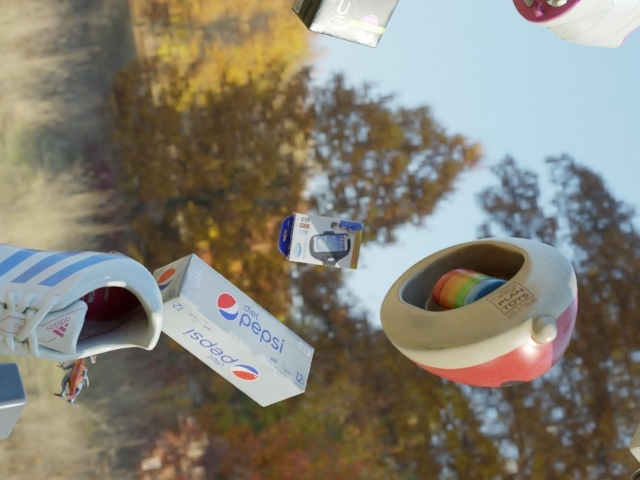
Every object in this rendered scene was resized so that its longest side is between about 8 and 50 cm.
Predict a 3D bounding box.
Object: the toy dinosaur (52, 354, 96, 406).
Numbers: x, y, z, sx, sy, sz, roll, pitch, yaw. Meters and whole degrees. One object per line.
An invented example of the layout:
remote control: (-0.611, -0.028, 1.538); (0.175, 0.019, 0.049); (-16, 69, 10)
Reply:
toy dinosaur: (-0.323, 0.181, 1.818); (0.090, 0.047, 0.082); (-6, -125, 59)

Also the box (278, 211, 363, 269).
box: (0.000, 0.000, 2.247); (0.028, 0.136, 0.081); (-165, -97, -73)

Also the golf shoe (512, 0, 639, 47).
golf shoe: (0.309, -0.283, 1.159); (0.140, 0.306, 0.115); (26, 35, -45)

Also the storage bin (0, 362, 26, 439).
storage bin: (-0.402, 0.200, 1.580); (0.135, 0.091, 0.098); (-54, -130, 49)

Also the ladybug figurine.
ladybug figurine: (0.270, 0.126, 2.213); (0.162, 0.305, 0.449); (62, -11, -16)

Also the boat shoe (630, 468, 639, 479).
boat shoe: (0.525, 0.372, 2.040); (0.078, 0.070, 0.219); (-63, -163, -10)

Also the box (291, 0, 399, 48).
box: (0.025, -0.239, 1.353); (0.062, 0.083, 0.052); (-64, -146, 25)

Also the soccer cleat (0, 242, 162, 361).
soccer cleat: (-0.318, 0.065, 1.379); (0.143, 0.331, 0.116); (-131, -135, -57)

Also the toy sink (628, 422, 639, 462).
toy sink: (0.559, 0.310, 1.822); (0.234, 0.131, 0.153); (49, -39, -13)

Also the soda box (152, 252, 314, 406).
soda box: (-0.144, 0.145, 2.131); (0.286, 0.098, 0.091); (40, 45, -29)
